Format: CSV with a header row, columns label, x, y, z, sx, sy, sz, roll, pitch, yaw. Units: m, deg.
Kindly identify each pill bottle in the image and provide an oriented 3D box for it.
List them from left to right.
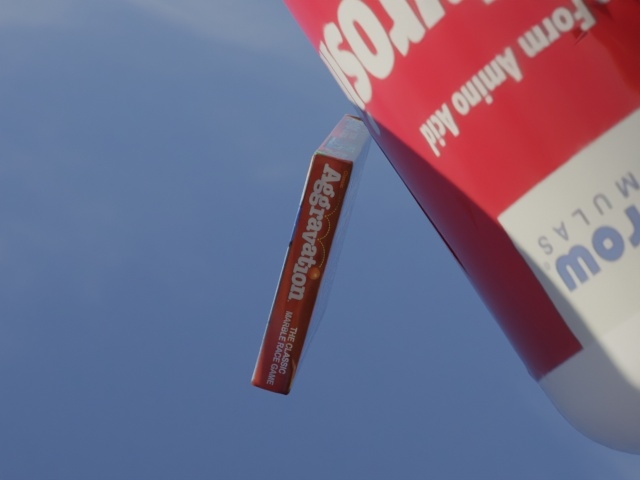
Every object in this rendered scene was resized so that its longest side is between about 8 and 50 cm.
label,x,y,z,sx,sy,sz,roll,pitch,yaw
pill bottle,0.131,-0.074,0.710,0.408,0.229,0.229,57,-151,8

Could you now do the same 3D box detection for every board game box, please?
label,x,y,z,sx,sy,sz,roll,pitch,yaw
board game box,0.000,0.000,1.274,0.027,0.145,0.281,14,-171,2
